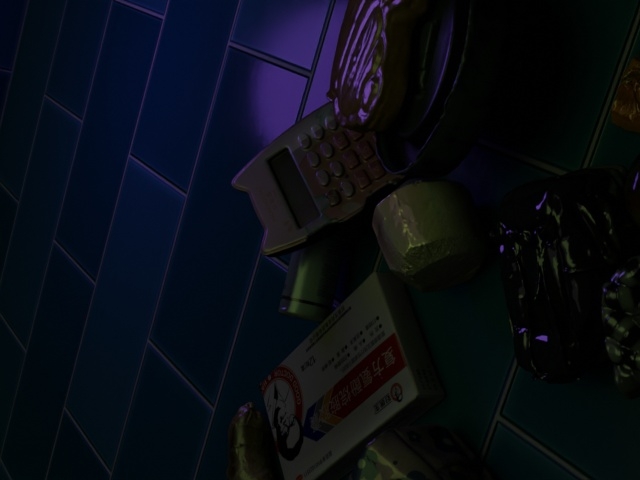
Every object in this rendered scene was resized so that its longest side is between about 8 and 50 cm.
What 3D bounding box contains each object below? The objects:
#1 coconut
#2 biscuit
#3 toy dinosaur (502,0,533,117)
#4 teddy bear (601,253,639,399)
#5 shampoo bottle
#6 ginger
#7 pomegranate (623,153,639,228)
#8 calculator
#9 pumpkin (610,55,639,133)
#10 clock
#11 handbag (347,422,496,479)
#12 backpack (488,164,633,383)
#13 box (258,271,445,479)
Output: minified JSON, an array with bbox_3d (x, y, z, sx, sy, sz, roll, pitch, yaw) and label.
[{"bbox_3d":[0.151,-0.018,1.391,0.147,0.147,0.152,-42,56,42],"label":"coconut"},{"bbox_3d":[0.079,-0.308,1.435,0.351,0.057,0.312,-102,27,-59],"label":"biscuit"},{"bbox_3d":[0.251,-0.306,1.370,0.055,0.101,0.279,-172,81,-79],"label":"toy dinosaur"},{"bbox_3d":[0.398,0.054,1.021,0.251,0.144,0.171,-29,71,49],"label":"teddy bear"},{"bbox_3d":[0.000,0.000,1.632,0.085,0.085,0.262,5,80,54],"label":"shampoo bottle"},{"bbox_3d":[-0.121,0.380,1.750,0.095,0.069,0.190,-30,61,54],"label":"ginger"},{"bbox_3d":[0.402,-0.054,1.090,0.142,0.114,0.114,3,85,29],"label":"pomegranate"},{"bbox_3d":[0.024,-0.117,1.575,0.330,0.048,0.220,-34,54,12],"label":"calculator"},{"bbox_3d":[0.385,-0.177,1.191,0.073,0.035,0.101,35,110,48],"label":"pumpkin"},{"bbox_3d":[0.156,-0.241,1.336,0.325,0.067,0.325,-169,90,-75],"label":"clock"},{"bbox_3d":[0.129,0.392,1.314,0.193,0.190,0.251,36,108,40],"label":"handbag"},{"bbox_3d":[0.284,0.041,1.197,0.206,0.133,0.258,171,96,-72],"label":"backpack"},{"bbox_3d":[0.036,0.233,1.569,0.353,0.069,0.214,-49,47,40],"label":"box"}]
